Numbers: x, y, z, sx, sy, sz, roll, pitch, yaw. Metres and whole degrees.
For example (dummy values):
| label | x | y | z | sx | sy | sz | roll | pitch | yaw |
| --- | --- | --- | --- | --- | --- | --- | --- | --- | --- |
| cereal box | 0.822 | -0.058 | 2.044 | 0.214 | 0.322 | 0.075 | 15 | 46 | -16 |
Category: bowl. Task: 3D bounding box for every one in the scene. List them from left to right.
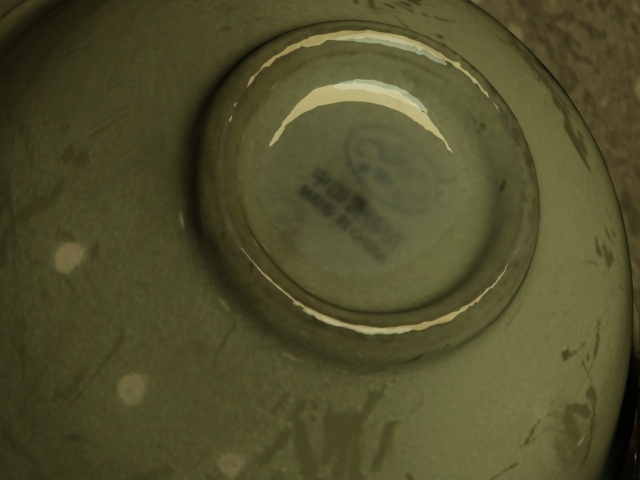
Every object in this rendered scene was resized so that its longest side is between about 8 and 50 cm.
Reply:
| label | x | y | z | sx | sy | sz | roll | pitch | yaw |
| --- | --- | --- | --- | --- | --- | --- | --- | --- | --- |
| bowl | 0.000 | 0.000 | 0.626 | 0.313 | 0.146 | 0.313 | 5 | 69 | -14 |

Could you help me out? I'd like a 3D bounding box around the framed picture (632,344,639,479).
| label | x | y | z | sx | sy | sz | roll | pitch | yaw |
| --- | --- | --- | --- | --- | --- | --- | --- | --- | --- |
| framed picture | 0.154 | 0.158 | 0.742 | 0.252 | 0.014 | 0.197 | 48 | 45 | -63 |
